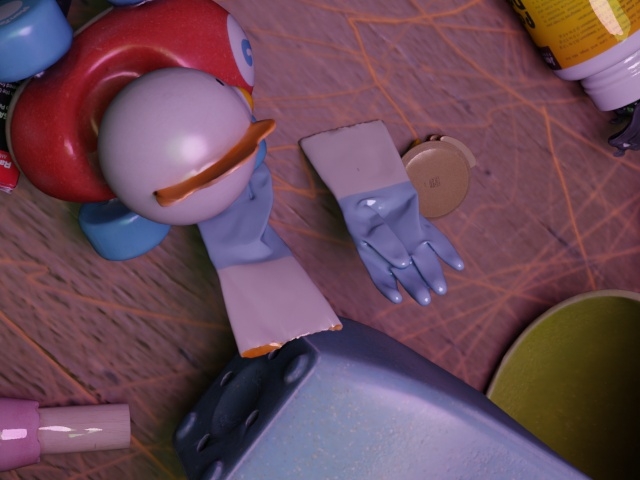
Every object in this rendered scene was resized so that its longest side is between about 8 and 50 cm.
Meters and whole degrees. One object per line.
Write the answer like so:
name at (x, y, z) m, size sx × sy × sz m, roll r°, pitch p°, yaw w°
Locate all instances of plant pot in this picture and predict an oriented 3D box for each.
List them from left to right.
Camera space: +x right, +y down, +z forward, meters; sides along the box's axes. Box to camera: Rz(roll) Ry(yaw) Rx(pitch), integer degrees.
plant pot at (0.024, 0.194, 0.863) m, size 0.252 × 0.248 × 0.247 m, roll 40°, pitch 88°, yaw -22°
plant pot at (0.343, 0.215, 0.967) m, size 0.293 × 0.275 × 0.275 m, roll 19°, pitch 93°, yaw -31°

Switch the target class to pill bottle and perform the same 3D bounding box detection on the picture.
pill bottle at (0.232, -0.227, 0.932) m, size 0.117 × 0.117 × 0.215 m, roll -36°, pitch 103°, yaw -5°

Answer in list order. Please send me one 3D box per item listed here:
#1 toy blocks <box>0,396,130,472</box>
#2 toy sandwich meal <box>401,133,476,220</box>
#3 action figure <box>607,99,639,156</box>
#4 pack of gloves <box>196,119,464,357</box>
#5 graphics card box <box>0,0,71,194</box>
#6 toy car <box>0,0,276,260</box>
toy blocks at (-0.270, 0.309, 0.814) m, size 0.260 × 0.288 × 0.309 m, roll -1°, pitch 101°, yaw -16°
toy sandwich meal at (0.103, -0.060, 0.975) m, size 0.085 × 0.029 × 0.086 m, roll -4°, pitch 110°, yaw -12°
action figure at (0.379, -0.025, 0.973) m, size 0.141 × 0.164 × 0.276 m, roll -26°, pitch 96°, yaw 25°
pack of gloves at (0.000, 0.000, 0.882) m, size 0.195 × 0.232 × 0.046 m, roll -14°, pitch 134°, yaw -11°
graphics card box at (-0.298, -0.244, 0.786) m, size 0.232 × 0.094 × 0.371 m, roll 14°, pitch 96°, yaw -37°
toy car at (-0.102, -0.090, 0.773) m, size 0.210 × 0.238 × 0.219 m, roll -39°, pitch 129°, yaw -21°
